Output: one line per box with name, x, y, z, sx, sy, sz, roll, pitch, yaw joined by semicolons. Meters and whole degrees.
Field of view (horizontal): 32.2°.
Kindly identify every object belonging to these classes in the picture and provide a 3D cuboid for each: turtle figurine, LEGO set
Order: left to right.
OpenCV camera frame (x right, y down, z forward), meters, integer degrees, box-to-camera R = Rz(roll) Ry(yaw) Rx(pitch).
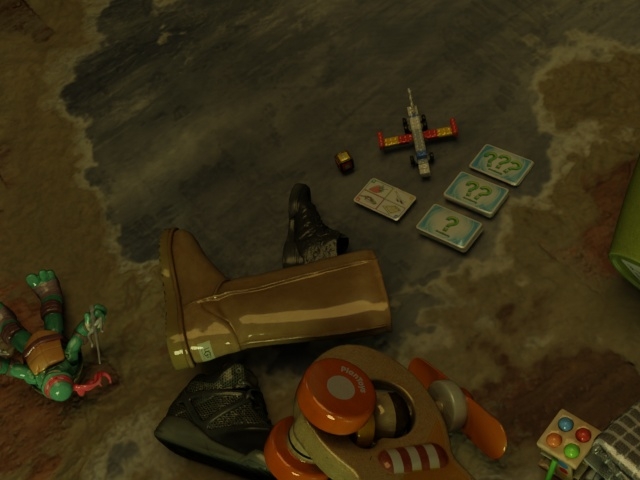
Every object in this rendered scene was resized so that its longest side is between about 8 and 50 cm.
turtle figurine;-0.361;0.137;1.435;0.175;0.118;0.234;-19;35;-18
LEGO set;0.141;-0.104;1.518;0.244;0.060;0.182;26;61;30

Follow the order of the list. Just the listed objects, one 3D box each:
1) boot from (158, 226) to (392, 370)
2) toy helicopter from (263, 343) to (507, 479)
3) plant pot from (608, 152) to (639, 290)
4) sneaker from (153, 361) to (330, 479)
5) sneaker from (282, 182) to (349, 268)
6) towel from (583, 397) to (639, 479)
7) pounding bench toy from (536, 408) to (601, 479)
boot;-0.061;0.054;1.404;0.269;0.089;0.236;-12;48;-1
toy helicopter;0.128;0.247;1.219;0.355;0.140;0.235;42;42;17
plant pot;0.477;-0.060;1.296;0.274;0.275;0.294;34;85;32
sneaker;-0.078;0.216;1.320;0.227;0.087;0.130;14;65;29
sneaker;-0.001;-0.001;1.485;0.089;0.051;0.170;-1;59;14
towel;0.441;0.240;1.147;0.235;0.121;0.283;-41;55;-17
pounding bench toy;0.266;0.241;1.226;0.052;0.065;0.083;30;67;30
